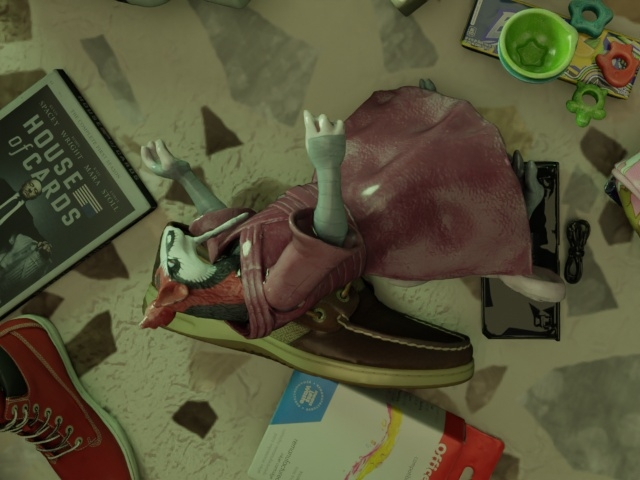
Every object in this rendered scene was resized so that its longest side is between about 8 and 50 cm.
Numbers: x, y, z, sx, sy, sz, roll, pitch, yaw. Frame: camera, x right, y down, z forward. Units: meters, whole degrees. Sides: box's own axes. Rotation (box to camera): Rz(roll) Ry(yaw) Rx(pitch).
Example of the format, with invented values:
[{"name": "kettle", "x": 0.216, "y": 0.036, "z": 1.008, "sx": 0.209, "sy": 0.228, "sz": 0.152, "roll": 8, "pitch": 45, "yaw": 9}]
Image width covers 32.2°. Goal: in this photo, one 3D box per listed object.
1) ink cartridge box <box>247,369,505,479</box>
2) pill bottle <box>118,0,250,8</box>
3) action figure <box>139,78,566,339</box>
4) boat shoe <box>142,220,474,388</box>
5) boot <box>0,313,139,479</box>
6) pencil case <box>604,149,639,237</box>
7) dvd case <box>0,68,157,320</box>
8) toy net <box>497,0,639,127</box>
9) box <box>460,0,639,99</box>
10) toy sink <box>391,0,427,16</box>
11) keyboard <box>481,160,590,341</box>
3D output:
[{"name": "ink cartridge box", "x": 0.059, "y": 0.222, "z": 1.132, "sx": 0.231, "sy": 0.078, "sz": 0.134, "roll": 24, "pitch": 100, "yaw": 4}, {"name": "pill bottle", "x": -0.209, "y": -0.324, "z": 1.054, "sx": 0.318, "sy": 0.176, "sz": 0.176, "roll": 16, "pitch": 99, "yaw": 6}, {"name": "action figure", "x": 0.000, "y": 0.000, "z": 1.013, "sx": 0.370, "sy": 0.248, "sz": 0.276, "roll": -31, "pitch": 111, "yaw": -22}, {"name": "boat shoe", "x": -0.007, "y": 0.057, "z": 1.104, "sx": 0.342, "sy": 0.123, "sz": 0.123, "roll": 14, "pitch": 100, "yaw": 13}, {"name": "boot", "x": -0.282, "y": 0.200, "z": 1.131, "sx": 0.088, "sy": 0.176, "sz": 0.244, "roll": -30, "pitch": 93, "yaw": 9}, {"name": "pencil case", "x": 0.454, "y": -0.101, "z": 0.988, "sx": 0.386, "sy": 0.167, "sz": 0.160, "roll": -35, "pitch": 112, "yaw": 11}, {"name": "dvd case", "x": -0.318, "y": -0.041, "z": 1.181, "sx": 0.238, "sy": 0.029, "sz": 0.179, "roll": -35, "pitch": 92, "yaw": 11}, {"name": "toy net", "x": 0.259, "y": -0.223, "z": 1.018, "sx": 0.122, "sy": 0.045, "sz": 0.232, "roll": 30, "pitch": 76, "yaw": 9}, {"name": "box", "x": 0.223, "y": -0.189, "z": 1.069, "sx": 0.168, "sy": 0.054, "sz": 0.059, "roll": 20, "pitch": 99, "yaw": 6}, {"name": "toy sink", "x": 0.122, "y": -0.342, "z": 1.025, "sx": 0.234, "sy": 0.131, "sz": 0.153, "roll": -36, "pitch": 91, "yaw": 11}, {"name": "keyboard", "x": 0.215, "y": 0.011, "z": 1.112, "sx": 0.108, "sy": 0.023, "sz": 0.180, "roll": 0, "pitch": 98, "yaw": 15}]
